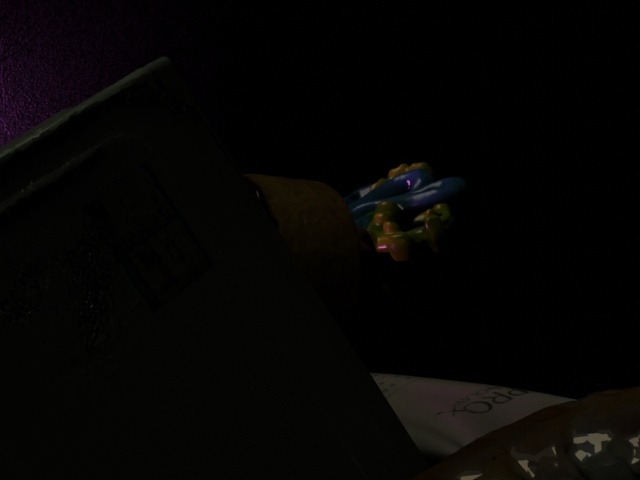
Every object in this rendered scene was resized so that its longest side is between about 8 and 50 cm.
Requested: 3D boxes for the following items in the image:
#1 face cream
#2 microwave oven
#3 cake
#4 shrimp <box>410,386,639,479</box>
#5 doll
[{"bbox_3d":[0.057,0.112,0.686,0.092,0.058,0.244,-18,5,-33],"label":"face cream"},{"bbox_3d":[-0.112,0.098,0.569,0.181,0.295,0.237,-19,17,50],"label":"microwave oven"},{"bbox_3d":[-0.026,0.050,0.971,0.185,0.178,0.207,15,85,58],"label":"cake"},{"bbox_3d":[0.121,0.124,0.466,0.287,0.068,0.185,-18,18,19],"label":"shrimp"},{"bbox_3d":[0.000,0.000,1.246,0.346,0.099,0.341,-24,15,28],"label":"doll"}]
